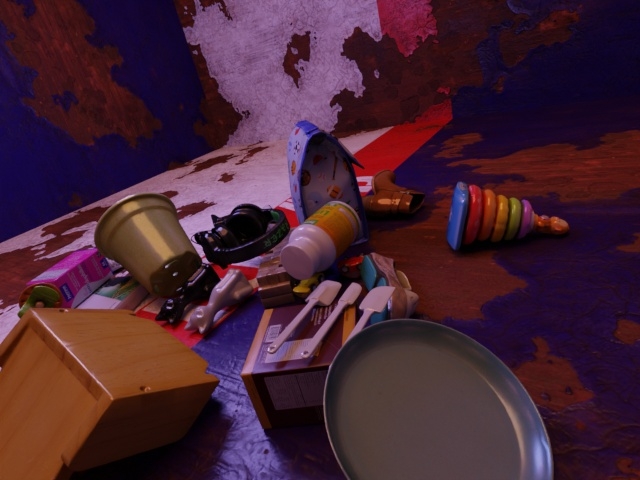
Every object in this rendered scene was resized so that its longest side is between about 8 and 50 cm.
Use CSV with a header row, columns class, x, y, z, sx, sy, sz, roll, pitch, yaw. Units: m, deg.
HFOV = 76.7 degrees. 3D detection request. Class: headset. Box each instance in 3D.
class,x,y,z,sx,sy,sz,roll,pitch,yaw
headset,-0.263,0.007,1.281,0.393,0.185,0.243,1,34,37

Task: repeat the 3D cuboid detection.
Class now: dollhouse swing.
class,x,y,z,sx,sy,sz,roll,pitch,yaw
dollhouse swing,-0.445,0.337,0.769,0.346,0.305,0.315,20,2,33

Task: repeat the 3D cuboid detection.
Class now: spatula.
class,x,y,z,sx,sy,sz,roll,pitch,yaw
spatula,0.020,0.143,0.737,0.168,0.019,0.242,7,31,28

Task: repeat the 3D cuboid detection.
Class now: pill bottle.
class,x,y,z,sx,sy,sz,roll,pitch,yaw
pill bottle,0.000,0.000,1.093,0.136,0.137,0.245,2,28,33

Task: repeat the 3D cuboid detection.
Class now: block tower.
class,x,y,z,sx,sy,sz,roll,pitch,yaw
block tower,-0.115,0.064,1.212,0.097,0.091,0.335,-12,25,5

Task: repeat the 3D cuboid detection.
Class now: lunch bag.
class,x,y,z,sx,sy,sz,roll,pitch,yaw
lunch bag,0.010,-0.200,1.353,0.238,0.386,0.328,-17,23,-5

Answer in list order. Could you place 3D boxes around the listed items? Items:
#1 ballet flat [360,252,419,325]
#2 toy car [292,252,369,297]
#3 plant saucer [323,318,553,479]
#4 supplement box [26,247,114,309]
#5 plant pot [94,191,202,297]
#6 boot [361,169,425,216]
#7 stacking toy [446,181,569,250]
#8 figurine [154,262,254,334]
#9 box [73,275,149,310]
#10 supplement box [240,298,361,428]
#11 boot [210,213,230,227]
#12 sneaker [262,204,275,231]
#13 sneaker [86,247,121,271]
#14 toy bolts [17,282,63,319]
class,x,y,z,sx,sy,sz,roll,pitch,yaw
ballet flat,0.165,0.119,0.928,0.106,0.108,0.316,13,26,-7
toy car,0.004,0.082,1.150,0.238,0.053,0.225,-23,25,-20
plant saucer,0.157,0.251,0.570,0.317,0.044,0.318,7,40,-6
supplement box,-0.796,0.124,1.304,0.113,0.111,0.220,-7,25,15
plant pot,-0.516,0.034,1.272,0.276,0.276,0.254,-30,60,-32
boot,0.280,-0.179,1.489,0.220,0.109,0.283,3,32,37
stacking toy,0.506,-0.056,1.088,0.301,0.166,0.175,8,25,13
figurine,-0.327,0.168,1.129,0.214,0.092,0.209,5,39,36
box,-0.729,0.201,1.302,0.321,0.059,0.232,-7,24,13
supplement box,-0.017,0.222,0.760,0.194,0.129,0.191,-10,24,11
boot,-0.431,-0.096,1.795,0.099,0.045,0.121,-22,32,-11
sneaker,-0.215,-0.059,1.552,0.121,0.099,0.262,-27,18,-10
sneaker,-0.814,0.063,1.578,0.152,0.114,0.305,0,28,32
toy bolts,-0.762,0.253,1.129,0.158,0.218,0.229,1,58,59
